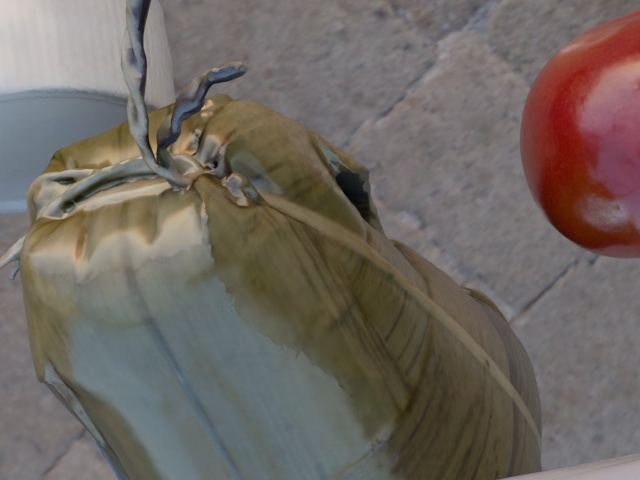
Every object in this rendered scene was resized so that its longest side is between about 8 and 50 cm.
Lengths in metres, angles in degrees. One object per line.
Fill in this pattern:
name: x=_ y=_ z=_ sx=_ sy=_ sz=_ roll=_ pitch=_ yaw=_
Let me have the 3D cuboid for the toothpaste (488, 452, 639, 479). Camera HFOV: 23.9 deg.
toothpaste: x=0.079 y=0.101 z=0.482 sx=0.125 sy=0.371 sz=0.080 roll=114 pitch=140 yaw=-56

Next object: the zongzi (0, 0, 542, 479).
zongzi: x=-0.020 y=0.007 z=0.991 sx=0.218 sy=0.467 sz=0.500 roll=-22 pitch=118 yaw=17

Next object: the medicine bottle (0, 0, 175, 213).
medicine bottle: x=-0.212 y=-0.222 z=0.983 sx=0.211 sy=0.211 sz=0.371 roll=-22 pitch=69 yaw=32

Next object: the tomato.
tomato: x=0.211 y=-0.073 z=0.903 sx=0.195 sy=0.195 sz=0.136 roll=-16 pitch=102 yaw=31
